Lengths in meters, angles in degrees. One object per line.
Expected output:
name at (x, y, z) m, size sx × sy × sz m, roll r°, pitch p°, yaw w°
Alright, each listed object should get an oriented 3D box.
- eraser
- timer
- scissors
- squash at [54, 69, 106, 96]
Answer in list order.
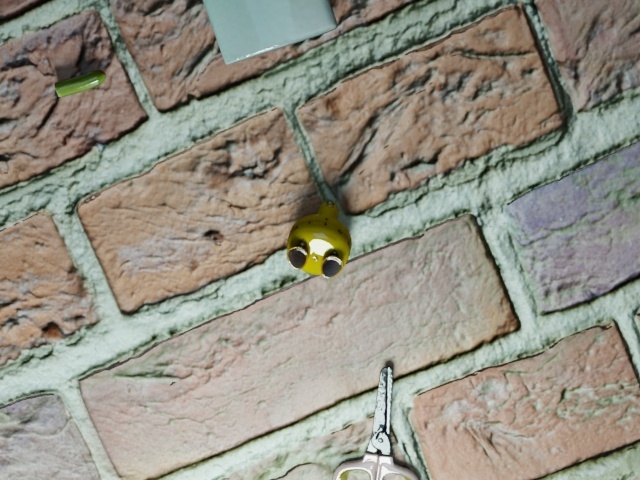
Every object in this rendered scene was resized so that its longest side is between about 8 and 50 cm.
eraser at (-0.105, -0.436, 1.415) m, size 0.189 × 0.104 × 0.290 m, roll -18°, pitch 99°, yaw 2°
timer at (0.000, 0.000, 1.507) m, size 0.107 × 0.109 × 0.107 m, roll 7°, pitch 130°, yaw 8°
scissors at (0.102, 0.368, 1.592) m, size 0.160 × 0.024 × 0.318 m, roll 6°, pitch 101°, yaw 4°
squash at (-0.389, -0.256, 1.501) m, size 0.083 × 0.027 × 0.027 m, roll -15°, pitch 99°, yaw 5°
